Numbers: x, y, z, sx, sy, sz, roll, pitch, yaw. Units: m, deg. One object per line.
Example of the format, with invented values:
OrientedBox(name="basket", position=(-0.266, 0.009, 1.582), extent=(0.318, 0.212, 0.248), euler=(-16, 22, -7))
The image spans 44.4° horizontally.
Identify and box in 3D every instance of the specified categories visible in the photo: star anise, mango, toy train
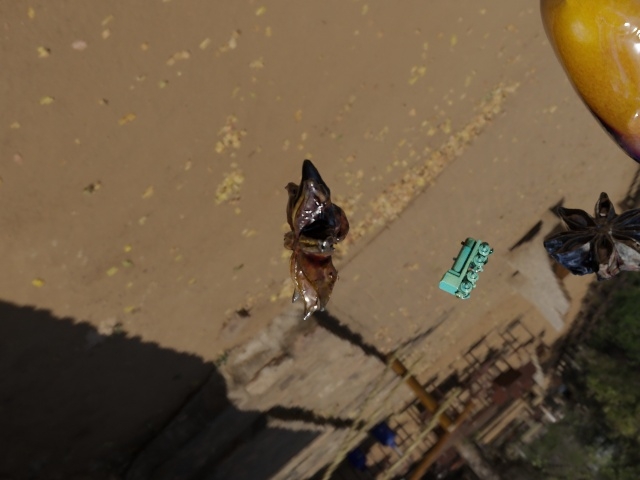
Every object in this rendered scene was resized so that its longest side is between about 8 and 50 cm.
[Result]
OrientedBox(name="star anise", position=(0.591, 0.006, 1.633), extent=(0.223, 0.236, 0.109), euler=(-47, 137, -28))
OrientedBox(name="mango", position=(0.333, -0.196, 0.777), extent=(0.201, 0.287, 0.152), euler=(-43, -173, -30))
OrientedBox(name="star anise", position=(0.000, 0.000, 1.265), extent=(0.102, 0.272, 0.272), euler=(-4, 147, -14))
OrientedBox(name="toy train", position=(0.190, 0.035, 1.020), extent=(0.092, 0.045, 0.029), euler=(-58, 167, -28))
